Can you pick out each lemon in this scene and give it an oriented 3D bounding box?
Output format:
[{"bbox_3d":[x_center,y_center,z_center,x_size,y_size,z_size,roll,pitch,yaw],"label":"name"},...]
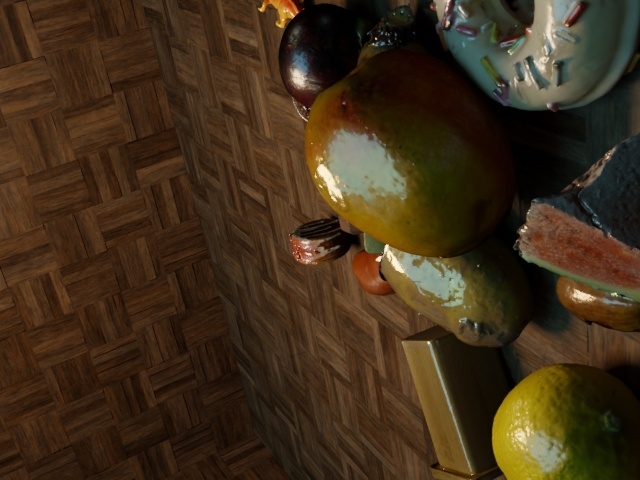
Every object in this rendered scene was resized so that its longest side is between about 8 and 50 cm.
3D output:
[{"bbox_3d":[0.415,0.333,1.384,0.245,0.245,0.320,61,160,17],"label":"lemon"}]

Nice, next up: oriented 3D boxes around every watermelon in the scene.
[{"bbox_3d":[0.397,-0.016,1.124,0.232,0.193,0.310,60,169,-25],"label":"watermelon"}]

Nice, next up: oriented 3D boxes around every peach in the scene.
[{"bbox_3d":[0.152,-0.131,1.357,0.372,0.290,0.373,16,129,21],"label":"peach"}]

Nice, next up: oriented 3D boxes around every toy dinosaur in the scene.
[{"bbox_3d":[-0.070,-0.547,1.906,0.288,0.070,0.117,48,151,30],"label":"toy dinosaur"}]

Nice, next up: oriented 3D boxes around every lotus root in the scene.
[{"bbox_3d":[0.147,-0.275,1.553,0.169,0.141,0.314,43,149,54],"label":"lotus root"}]

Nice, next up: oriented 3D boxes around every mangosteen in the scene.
[{"bbox_3d":[0.023,-0.367,1.689,0.216,0.216,0.216,50,152,38],"label":"mangosteen"}]

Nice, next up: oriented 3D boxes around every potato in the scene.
[{"bbox_3d":[0.274,0.081,1.538,0.266,0.229,0.229,46,150,34],"label":"potato"}]

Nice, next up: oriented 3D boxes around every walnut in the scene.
[{"bbox_3d":[0.449,0.083,1.253,0.207,0.115,0.116,7,118,56],"label":"walnut"}]

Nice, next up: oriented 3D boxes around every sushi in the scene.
[{"bbox_3d":[-0.032,-0.340,2.027,0.052,0.055,0.120,-31,88,23],"label":"sushi"}]

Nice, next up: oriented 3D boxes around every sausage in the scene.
[{"bbox_3d":[0.159,0.055,1.873,0.133,0.133,0.258,66,155,4],"label":"sausage"}]

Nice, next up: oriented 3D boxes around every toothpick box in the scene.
[{"bbox_3d":[0.304,0.331,1.738,0.190,0.187,0.308,-18,91,69],"label":"toothpick box"}]

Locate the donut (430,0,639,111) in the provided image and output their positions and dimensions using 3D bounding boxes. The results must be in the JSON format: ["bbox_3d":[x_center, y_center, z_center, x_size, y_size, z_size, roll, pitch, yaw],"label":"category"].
[{"bbox_3d":[0.284,-0.357,1.155,0.382,0.142,0.383,49,151,40],"label":"donut"}]

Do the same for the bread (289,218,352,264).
[{"bbox_3d":[0.000,0.000,2.146,0.160,0.160,0.073,32,137,56],"label":"bread"}]

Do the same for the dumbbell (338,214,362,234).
[{"bbox_3d":[0.070,-0.130,1.956,0.092,0.082,0.231,24,132,59],"label":"dumbbell"}]

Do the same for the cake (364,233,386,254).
[{"bbox_3d":[0.117,-0.107,1.757,0.283,0.172,0.158,52,152,38],"label":"cake"}]
